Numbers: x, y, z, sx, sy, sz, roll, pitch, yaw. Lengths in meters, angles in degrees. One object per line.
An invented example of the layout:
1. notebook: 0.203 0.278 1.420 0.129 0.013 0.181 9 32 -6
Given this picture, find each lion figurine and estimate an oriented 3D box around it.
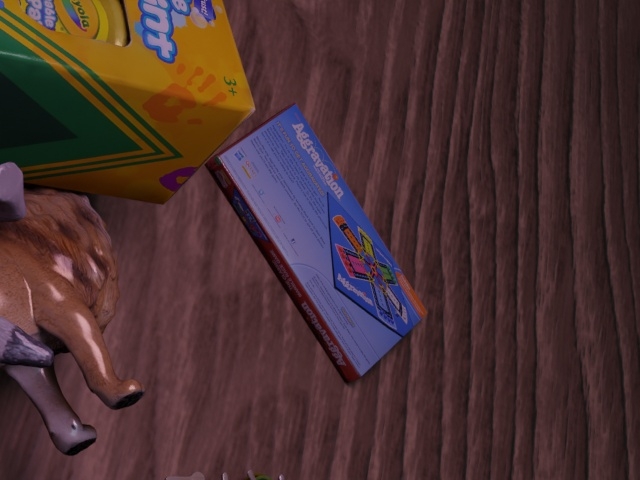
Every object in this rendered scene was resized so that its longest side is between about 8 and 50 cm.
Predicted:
1. lion figurine: -0.299 0.072 1.152 0.392 0.142 0.240 -11 62 -49

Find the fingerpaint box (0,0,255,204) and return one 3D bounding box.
1. fingerpaint box: -0.292 -0.278 1.265 0.371 0.163 0.445 10 52 -39

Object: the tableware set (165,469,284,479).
1. tableware set: -0.080 0.272 1.387 0.154 0.024 0.104 8 67 -40

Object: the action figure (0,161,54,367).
1. action figure: -0.367 0.076 0.988 0.178 0.330 0.341 22 78 -59

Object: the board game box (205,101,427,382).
1. board game box: 0.000 0.000 1.574 0.145 0.027 0.281 -39 99 -43
